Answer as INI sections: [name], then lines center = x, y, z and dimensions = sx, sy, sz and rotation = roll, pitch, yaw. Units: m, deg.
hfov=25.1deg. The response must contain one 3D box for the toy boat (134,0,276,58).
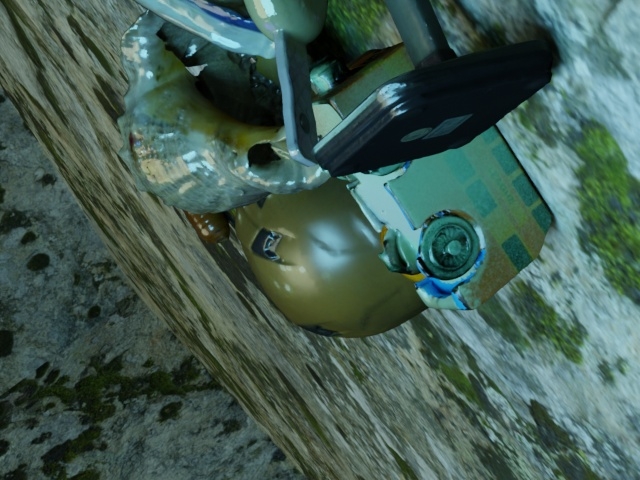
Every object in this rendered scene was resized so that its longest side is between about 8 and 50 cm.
[toy boat]
center = -0.090, -0.227, 0.992
dimensions = 0.262, 0.114, 0.115
rotation = 41, 129, 38

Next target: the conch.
[conch]
center = -0.062, -0.106, 1.089
dimensions = 0.245, 0.163, 0.178
rotation = 12, 151, 47

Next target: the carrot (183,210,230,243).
[carrot]
center = -0.190, -0.084, 1.932
dimensions = 0.216, 0.048, 0.048
rotation = 55, 169, 14

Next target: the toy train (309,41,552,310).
[toy train]
center = 0.066, -0.046, 0.914
dimensions = 0.188, 0.099, 0.072
rotation = 56, 165, -12

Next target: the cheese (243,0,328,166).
[cheese]
center = -0.020, -0.137, 0.860
dimensions = 0.097, 0.037, 0.192
rotation = 23, -124, -60

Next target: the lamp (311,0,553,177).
[lamp]
center = 0.019, -0.181, 0.745
dimensions = 0.283, 0.124, 0.203
rotation = 56, 148, -1

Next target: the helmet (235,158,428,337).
[helmet]
center = 0.000, 0.000, 1.226
dimensions = 0.224, 0.130, 0.198
rotation = 35, 155, 60

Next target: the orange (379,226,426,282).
[orange]
center = 0.081, -0.009, 1.008
dimensions = 0.083, 0.083, 0.083
rotation = 50, 168, 15
